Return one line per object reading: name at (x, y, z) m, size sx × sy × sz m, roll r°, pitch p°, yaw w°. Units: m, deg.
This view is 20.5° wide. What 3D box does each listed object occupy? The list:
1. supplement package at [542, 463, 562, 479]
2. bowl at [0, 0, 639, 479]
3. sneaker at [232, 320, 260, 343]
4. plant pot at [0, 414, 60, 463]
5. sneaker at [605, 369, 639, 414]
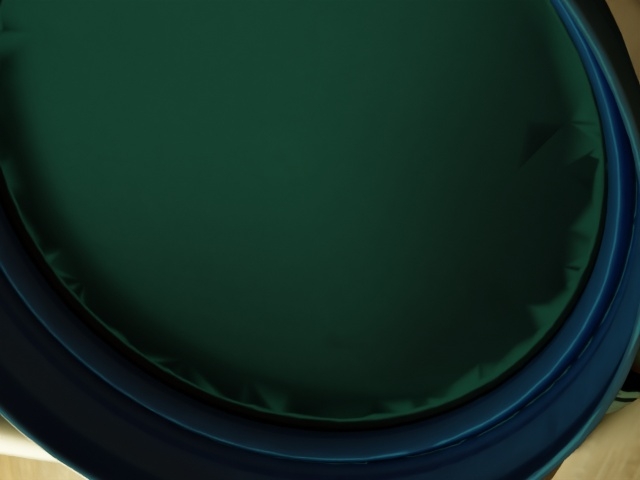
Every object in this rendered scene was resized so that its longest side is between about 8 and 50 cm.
supplement package at (0.063, 0.141, 1.027) m, size 0.105 × 0.179 × 0.105 m, roll 32°, pitch 150°, yaw 16°
bowl at (-0.029, -0.029, 0.851) m, size 0.391 × 0.077 × 0.391 m, roll 8°, pitch 120°, yaw 15°
sneaker at (0.000, 0.000, 0.963) m, size 0.109 × 0.123 × 0.295 m, roll 32°, pitch 143°, yaw 16°
plant pot at (-0.212, -0.002, 1.083) m, size 0.280 × 0.323 × 0.323 m, roll 23°, pitch 150°, yaw -2°
sneaker at (0.148, 0.059, 0.977) m, size 0.083 × 0.032 × 0.037 m, roll 45°, pitch 137°, yaw -16°
